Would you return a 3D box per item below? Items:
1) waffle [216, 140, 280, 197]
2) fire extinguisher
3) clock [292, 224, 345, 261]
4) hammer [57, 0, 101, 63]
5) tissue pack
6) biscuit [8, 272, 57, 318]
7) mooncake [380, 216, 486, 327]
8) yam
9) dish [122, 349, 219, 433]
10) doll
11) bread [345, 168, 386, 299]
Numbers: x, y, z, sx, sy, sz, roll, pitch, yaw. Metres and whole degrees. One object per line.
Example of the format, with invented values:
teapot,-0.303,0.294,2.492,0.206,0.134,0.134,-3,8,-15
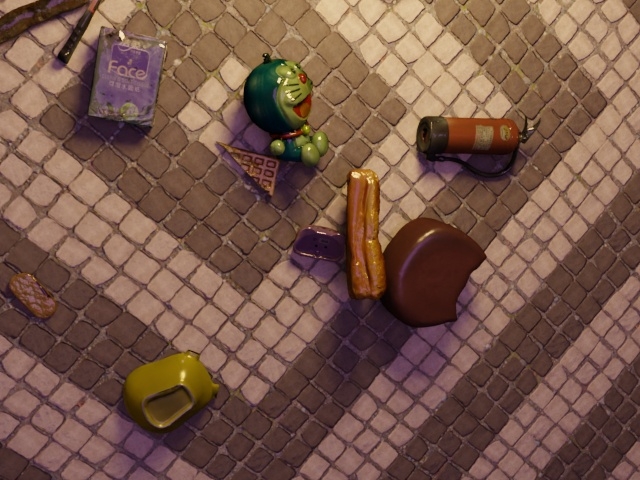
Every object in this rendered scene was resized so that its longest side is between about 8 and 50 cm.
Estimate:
waffle,-0.218,-0.201,1.728,0.191,0.032,0.125,11,98,-14
fire extinguisher,0.482,-0.299,1.865,0.376,0.113,0.200,-2,142,-13
clock,0.000,0.000,1.772,0.153,0.050,0.110,12,128,-8
hammer,-0.590,-0.580,1.540,0.033,0.111,0.287,33,98,-14
tissue pack,-0.507,-0.426,1.591,0.174,0.073,0.235,10,97,-17
biscuit,-0.782,0.150,1.643,0.071,0.018,0.147,-38,107,-3
mooncake,0.334,0.091,1.840,0.334,0.174,0.325,-10,105,-16
yam,-0.716,-0.574,1.523,0.253,0.061,0.061,-29,105,-7
dish,-0.431,0.453,1.736,0.263,0.108,0.221,-27,105,-8
doll,-0.102,-0.352,1.650,0.186,0.198,0.321,-4,115,24
bread,0.126,-0.015,1.746,0.109,0.185,0.380,-3,88,-1
